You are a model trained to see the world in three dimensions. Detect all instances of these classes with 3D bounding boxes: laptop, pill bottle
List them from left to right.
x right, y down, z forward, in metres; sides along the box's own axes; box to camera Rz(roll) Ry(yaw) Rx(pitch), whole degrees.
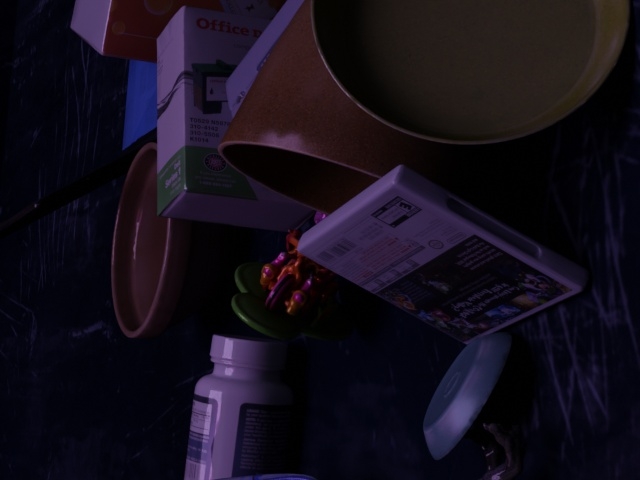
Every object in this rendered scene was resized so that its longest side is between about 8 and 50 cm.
[{"bbox_3d":[-0.310,-0.202,2.302,0.236,0.408,0.382,62,156,-4],"label":"laptop"},{"bbox_3d":[-0.083,0.193,1.784,0.108,0.108,0.180,-174,91,-68],"label":"pill bottle"}]

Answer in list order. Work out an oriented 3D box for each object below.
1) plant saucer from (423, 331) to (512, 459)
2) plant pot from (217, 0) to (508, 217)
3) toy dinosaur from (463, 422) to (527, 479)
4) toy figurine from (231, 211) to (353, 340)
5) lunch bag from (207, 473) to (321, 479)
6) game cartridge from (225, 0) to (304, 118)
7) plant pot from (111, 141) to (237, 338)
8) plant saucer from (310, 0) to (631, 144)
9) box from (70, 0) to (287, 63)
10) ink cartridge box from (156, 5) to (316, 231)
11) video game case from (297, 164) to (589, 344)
[{"bbox_3d":[0.114,0.121,1.365,0.119,0.021,0.119,-59,5,8],"label":"plant saucer"},{"bbox_3d":[0.068,-0.151,1.403,0.237,0.237,0.254,0,69,68],"label":"plant pot"},{"bbox_3d":[0.136,0.204,1.321,0.268,0.064,0.118,-18,70,61],"label":"toy dinosaur"},{"bbox_3d":[0.000,0.000,1.608,0.159,0.130,0.173,-62,-15,19],"label":"toy figurine"},{"bbox_3d":[-0.072,0.361,1.559,0.243,0.115,0.303,-10,67,25],"label":"lunch bag"},{"bbox_3d":[0.005,-0.159,1.643,0.196,0.060,0.294,-49,28,2],"label":"game cartridge"},{"bbox_3d":[-0.170,0.004,2.047,0.237,0.110,0.237,-174,90,-68],"label":"plant pot"},{"bbox_3d":[0.114,-0.172,1.286,0.037,0.241,0.241,81,-175,-65],"label":"plant saucer"},{"bbox_3d":[-0.141,-0.380,1.946,0.168,0.215,0.345,-138,57,-63],"label":"box"},{"bbox_3d":[-0.090,-0.131,1.822,0.092,0.160,0.219,140,132,-59],"label":"ink cartridge box"},{"bbox_3d":[0.092,0.016,1.332,0.190,0.173,0.022,-35,29,61],"label":"video game case"}]
